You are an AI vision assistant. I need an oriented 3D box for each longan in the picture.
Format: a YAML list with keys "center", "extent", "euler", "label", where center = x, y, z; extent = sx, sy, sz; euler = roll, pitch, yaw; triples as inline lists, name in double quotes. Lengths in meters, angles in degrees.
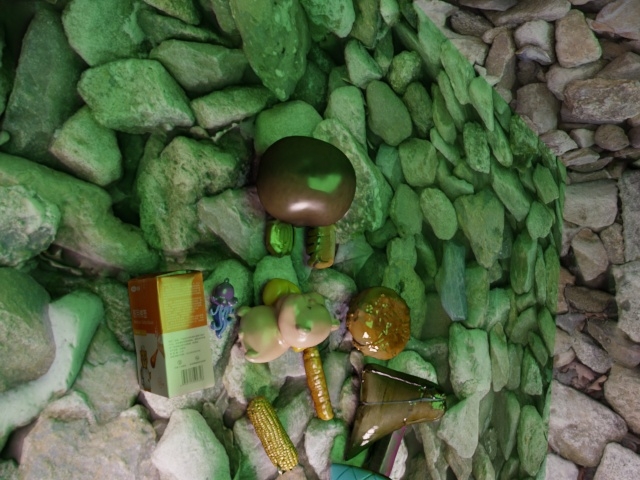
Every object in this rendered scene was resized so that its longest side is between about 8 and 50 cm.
- center: [-0.049, -0.204, 1.811]
  extent: [0.361, 0.361, 0.361]
  euler: [7, 79, -41]
  label: "longan"

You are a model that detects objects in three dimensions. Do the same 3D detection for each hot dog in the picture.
- center: [-0.013, 0.536, 1.902]
  extent: [0.068, 0.083, 0.289]
  euler: [-14, 93, -23]
  label: "hot dog"

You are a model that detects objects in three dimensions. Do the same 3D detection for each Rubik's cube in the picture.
- center: [0.108, 0.946, 1.877]
  extent: [0.254, 0.254, 0.254]
  euler: [7, 79, -41]
  label: "Rubik's cube"

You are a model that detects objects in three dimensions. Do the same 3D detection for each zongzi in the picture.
- center: [0.306, 0.717, 2.009]
  extent: [0.174, 0.356, 0.392]
  euler: [73, 30, -72]
  label: "zongzi"

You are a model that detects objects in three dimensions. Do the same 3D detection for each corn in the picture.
- center: [-0.170, 0.659, 1.730]
  extent: [0.106, 0.106, 0.293]
  euler: [-34, 102, -39]
  label: "corn"

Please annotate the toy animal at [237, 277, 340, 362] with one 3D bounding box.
- center: [-0.103, 0.262, 1.745]
  extent: [0.345, 0.247, 0.277]
  euler: [-4, 84, -42]
  label: "toy animal"

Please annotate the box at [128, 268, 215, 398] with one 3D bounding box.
- center: [-0.435, 0.259, 1.464]
  extent: [0.143, 0.225, 0.341]
  euler: [-4, 87, -41]
  label: "box"

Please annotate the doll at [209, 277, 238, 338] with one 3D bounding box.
- center: [-0.326, 0.225, 1.679]
  extent: [0.110, 0.067, 0.205]
  euler: [11, 87, -54]
  label: "doll"

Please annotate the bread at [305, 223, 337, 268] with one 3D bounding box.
- center: [0.000, 0.000, 1.989]
  extent: [0.134, 0.081, 0.225]
  euler: [18, 70, -44]
  label: "bread"

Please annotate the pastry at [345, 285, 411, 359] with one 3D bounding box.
- center: [0.228, 0.332, 2.071]
  extent: [0.315, 0.184, 0.284]
  euler: [50, 61, -26]
  label: "pastry"

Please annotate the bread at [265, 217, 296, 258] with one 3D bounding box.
- center: [-0.149, -0.012, 1.869]
  extent: [0.117, 0.064, 0.156]
  euler: [13, 76, -35]
  label: "bread"

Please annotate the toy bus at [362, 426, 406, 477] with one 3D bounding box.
- center: [0.263, 0.850, 2.079]
  extent: [0.090, 0.112, 0.274]
  euler: [39, 59, -23]
  label: "toy bus"
